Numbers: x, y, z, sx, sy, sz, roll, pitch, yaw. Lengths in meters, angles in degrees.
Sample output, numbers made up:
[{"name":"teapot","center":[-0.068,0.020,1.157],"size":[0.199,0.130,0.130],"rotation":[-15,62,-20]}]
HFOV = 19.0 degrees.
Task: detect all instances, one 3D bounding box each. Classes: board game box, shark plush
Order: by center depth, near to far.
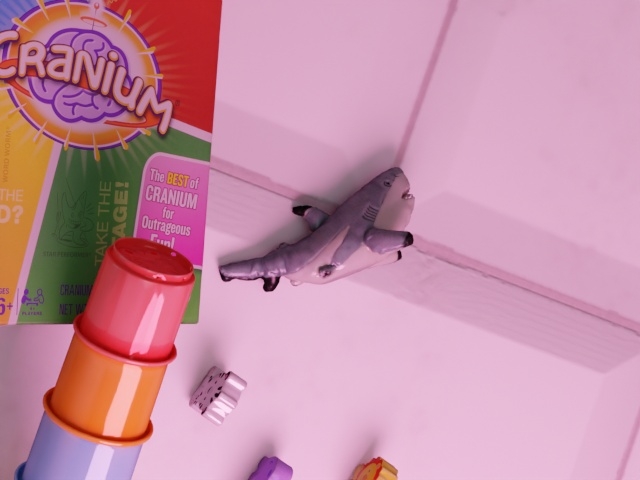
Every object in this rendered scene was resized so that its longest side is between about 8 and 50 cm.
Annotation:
[{"name":"board game box","center":[-0.184,-0.100,1.332],"size":[0.242,0.064,0.316],"rotation":[1,94,-44]},{"name":"shark plush","center":[0.000,0.000,1.479],"size":[0.161,0.073,0.067],"rotation":[-22,82,2]}]

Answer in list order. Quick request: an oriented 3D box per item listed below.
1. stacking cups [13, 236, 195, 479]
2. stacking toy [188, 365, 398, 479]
[{"name":"stacking cups","center":[-0.160,0.153,1.326],"size":[0.096,0.096,0.316],"rotation":[14,112,-22]},{"name":"stacking toy","center":[-0.063,0.225,1.454],"size":[0.167,0.052,0.221],"rotation":[35,82,-20]}]
